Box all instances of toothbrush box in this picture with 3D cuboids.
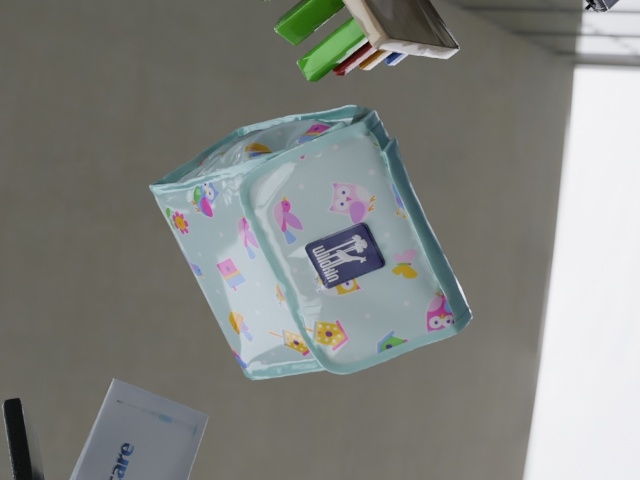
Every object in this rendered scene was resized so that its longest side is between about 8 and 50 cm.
[{"bbox_3d":[-0.250,0.335,1.909,0.295,0.126,0.216,118,172,-50],"label":"toothbrush box"}]

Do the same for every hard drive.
[{"bbox_3d":[-0.320,0.230,1.760,0.135,0.022,0.094,99,160,-73],"label":"hard drive"}]

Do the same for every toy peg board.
[{"bbox_3d":[0.012,-0.197,1.274,0.161,0.079,0.160,59,-158,10],"label":"toy peg board"}]

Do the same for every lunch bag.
[{"bbox_3d":[0.000,0.000,1.481,0.160,0.262,0.223,-36,-72,-36],"label":"lunch bag"}]

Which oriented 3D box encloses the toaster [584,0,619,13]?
[{"bbox_3d":[0.274,-0.345,1.735,0.110,0.186,0.168,-40,-33,9],"label":"toaster"}]
